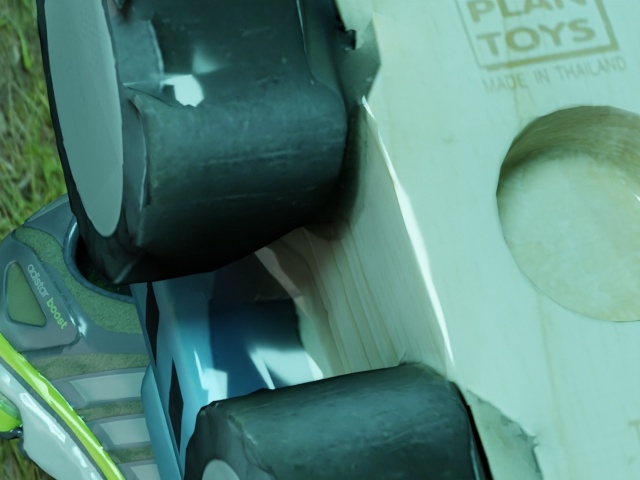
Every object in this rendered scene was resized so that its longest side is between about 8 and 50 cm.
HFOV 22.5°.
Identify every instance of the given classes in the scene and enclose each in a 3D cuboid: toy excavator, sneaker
[{"bbox_3d":[0.000,0.000,0.590,0.445,0.222,0.433,123,133,-64],"label":"toy excavator"},{"bbox_3d":[-0.055,0.091,0.786,0.300,0.111,0.121,38,106,4],"label":"sneaker"}]
